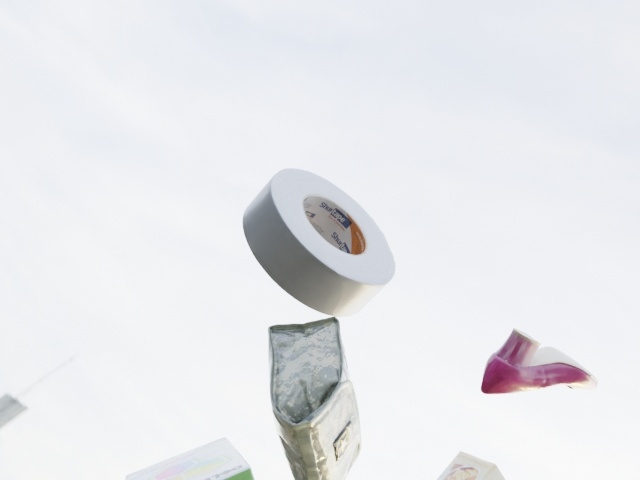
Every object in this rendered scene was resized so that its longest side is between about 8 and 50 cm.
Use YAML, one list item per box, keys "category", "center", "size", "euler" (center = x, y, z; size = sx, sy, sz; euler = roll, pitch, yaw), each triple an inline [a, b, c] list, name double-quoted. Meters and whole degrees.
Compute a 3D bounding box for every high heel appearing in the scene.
- category: "high heel"
  center: [0.373, 0.238, 1.270]
  size: [0.244, 0.117, 0.082]
  euler: [26, 8, -37]

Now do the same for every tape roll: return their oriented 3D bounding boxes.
- category: "tape roll"
  center: [0.000, 0.000, 1.053]
  size: [0.219, 0.219, 0.072]
  euler: [46, -62, 7]

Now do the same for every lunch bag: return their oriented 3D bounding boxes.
- category: "lunch bag"
  center: [-0.012, 0.327, 1.439]
  size: [0.169, 0.287, 0.235]
  euler: [-8, -55, 2]

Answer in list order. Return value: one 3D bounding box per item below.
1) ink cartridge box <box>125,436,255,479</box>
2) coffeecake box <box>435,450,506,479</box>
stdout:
- category: "ink cartridge box"
  center: [-0.111, 0.239, 0.665]
  size: [0.209, 0.109, 0.062]
  euler: [165, -94, -75]
- category: "coffeecake box"
  center: [0.165, 0.375, 0.899]
  size: [0.142, 0.185, 0.068]
  euler: [57, -26, -18]
